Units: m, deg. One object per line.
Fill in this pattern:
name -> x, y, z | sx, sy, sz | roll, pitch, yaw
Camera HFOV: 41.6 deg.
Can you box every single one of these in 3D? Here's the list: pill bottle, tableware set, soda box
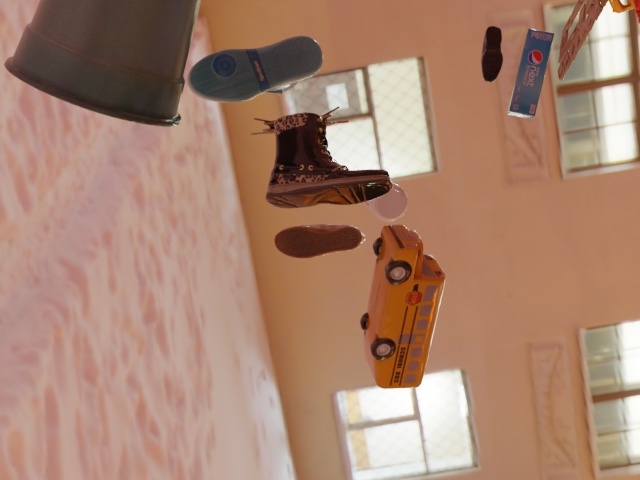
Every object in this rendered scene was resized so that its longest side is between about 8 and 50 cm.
pill bottle -> 0.184, -0.110, 2.336 | 0.193, 0.108, 0.108 | -105, -175, -81
tableware set -> -0.051, -0.262, 1.836 | 0.128, 0.194, 0.039 | -20, 106, -46
soda box -> 0.526, -0.415, 2.111 | 0.071, 0.067, 0.210 | 1, 103, -81

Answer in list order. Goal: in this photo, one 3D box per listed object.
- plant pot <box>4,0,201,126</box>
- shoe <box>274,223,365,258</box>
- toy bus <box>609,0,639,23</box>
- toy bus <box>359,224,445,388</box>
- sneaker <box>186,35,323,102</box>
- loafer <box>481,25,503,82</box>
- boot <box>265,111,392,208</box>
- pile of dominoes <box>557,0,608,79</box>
plant pot -> -0.372, -0.431, 1.583 | 0.341, 0.341, 0.334 | -94, -154, -74
shoe -> 0.000, 0.000, 1.941 | 0.058, 0.219, 0.077 | -20, 107, -67
toy bus -> 0.698, -0.578, 1.879 | 0.149, 0.220, 0.212 | 30, 62, -53
toy bus -> 0.161, 0.135, 1.681 | 0.108, 0.130, 0.333 | -111, -154, -59
sneaker -> -0.164, -0.387, 1.999 | 0.208, 0.318, 0.127 | -177, -106, -77
loafer -> 0.497, -0.535, 2.458 | 0.061, 0.062, 0.170 | 103, -3, -77
boot -> 0.014, -0.157, 1.567 | 0.085, 0.236, 0.179 | 58, 30, -62
pile of dominoes -> 0.591, -0.481, 1.867 | 0.251, 0.040, 0.196 | 104, 2, -60
